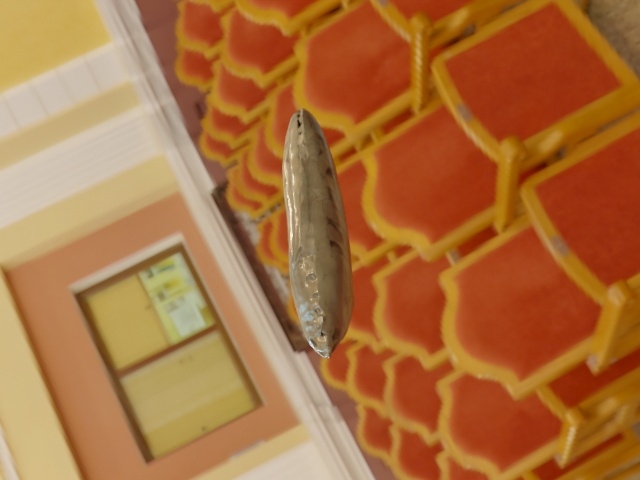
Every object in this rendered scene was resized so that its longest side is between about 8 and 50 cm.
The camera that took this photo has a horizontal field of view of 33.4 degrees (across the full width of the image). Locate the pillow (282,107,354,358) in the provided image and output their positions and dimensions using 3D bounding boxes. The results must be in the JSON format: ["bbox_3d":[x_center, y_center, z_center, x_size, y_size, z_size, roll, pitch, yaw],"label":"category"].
[{"bbox_3d":[0.000,0.001,0.893,0.093,0.051,0.241,62,-163,-53],"label":"pillow"}]
